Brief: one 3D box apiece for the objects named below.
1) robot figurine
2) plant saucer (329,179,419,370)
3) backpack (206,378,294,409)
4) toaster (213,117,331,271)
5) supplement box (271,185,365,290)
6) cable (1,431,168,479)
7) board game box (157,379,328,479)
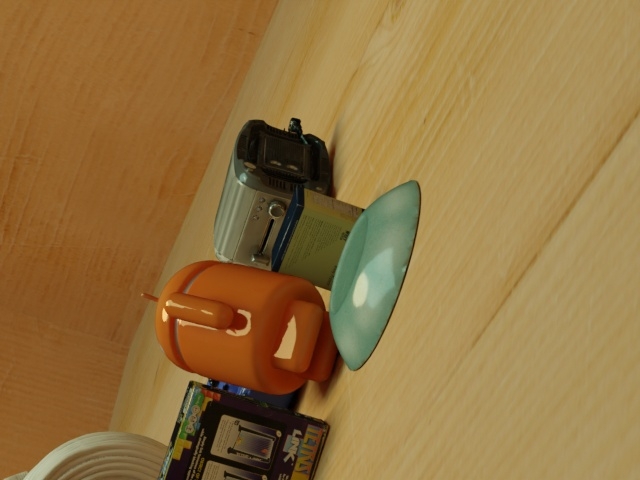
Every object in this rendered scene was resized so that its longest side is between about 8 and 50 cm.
[{"bbox_3d":[-0.081,0.090,1.721,0.158,0.219,0.128,-33,-55,-46],"label":"robot figurine"},{"bbox_3d":[0.044,0.029,1.590,0.195,0.037,0.195,-162,90,-80],"label":"plant saucer"},{"bbox_3d":[-0.082,0.178,1.845,0.101,0.098,0.120,-108,38,-60],"label":"backpack"},{"bbox_3d":[-0.065,-0.054,2.099,0.227,0.129,0.146,-92,20,-62],"label":"toaster"},{"bbox_3d":[0.000,0.000,1.747,0.056,0.083,0.083,-91,21,-66],"label":"supplement box"},{"bbox_3d":[-0.251,0.360,1.995,0.257,0.257,0.089,-31,5,-15],"label":"cable"},{"bbox_3d":[-0.086,0.238,1.612,0.048,0.141,0.170,-168,97,-78],"label":"board game box"}]
